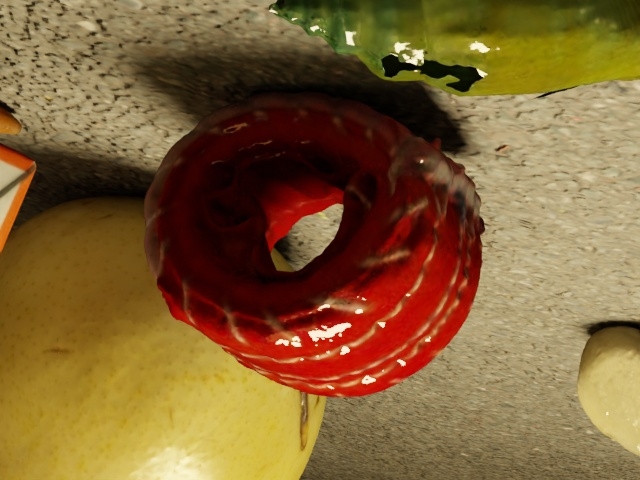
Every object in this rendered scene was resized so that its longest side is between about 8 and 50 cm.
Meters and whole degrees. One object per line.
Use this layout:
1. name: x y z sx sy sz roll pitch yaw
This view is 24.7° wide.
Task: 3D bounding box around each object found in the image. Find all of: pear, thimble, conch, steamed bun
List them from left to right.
1. pear: -0.147 0.120 1.146 0.309 0.309 0.309 11 163 3
2. thimble: -0.006 0.003 0.882 0.189 0.163 0.125 2 159 28
3. conch: 0.076 -0.102 0.658 0.200 0.080 0.095 11 -176 -27
4. steamed bun: 0.317 0.144 1.208 0.212 0.110 0.231 9 160 13

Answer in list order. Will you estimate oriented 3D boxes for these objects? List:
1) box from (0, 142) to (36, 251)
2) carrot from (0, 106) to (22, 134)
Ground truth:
1. box: -0.422 0.013 0.879 0.348 0.319 0.257 25 176 -39
2. carrot: -0.242 -0.097 0.951 0.035 0.035 0.142 4 168 24
